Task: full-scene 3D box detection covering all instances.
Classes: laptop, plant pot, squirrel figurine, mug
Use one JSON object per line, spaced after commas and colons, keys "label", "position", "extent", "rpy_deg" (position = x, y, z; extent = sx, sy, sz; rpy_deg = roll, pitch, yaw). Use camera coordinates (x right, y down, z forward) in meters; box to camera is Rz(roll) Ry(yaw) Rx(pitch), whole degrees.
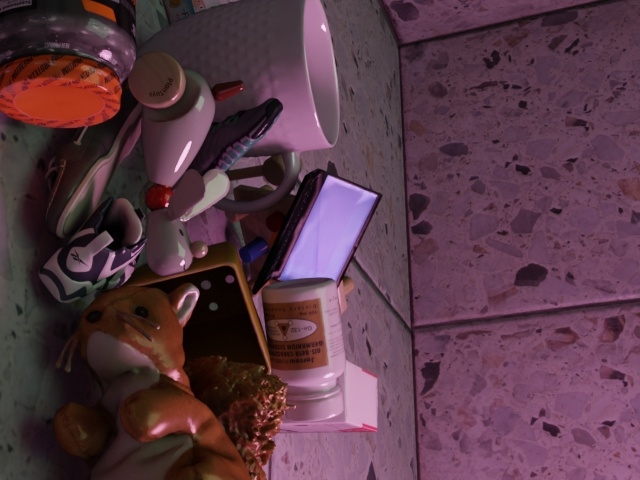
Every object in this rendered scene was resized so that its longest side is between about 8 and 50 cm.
{"label": "laptop", "position": [0.000, 0.000, 1.692], "extent": [0.264, 0.136, 0.234], "rpy_deg": [-50, 165, -81]}
{"label": "plant pot", "position": [-0.203, 0.113, 1.544], "extent": [0.187, 0.212, 0.212], "rpy_deg": [-85, 160, -67]}
{"label": "squirrel figurine", "position": [-0.219, 0.257, 1.335], "extent": [0.397, 0.281, 0.371], "rpy_deg": [25, 43, -58]}
{"label": "mug", "position": [-0.148, -0.234, 1.644], "extent": [0.276, 0.327, 0.374], "rpy_deg": [-30, 113, -77]}

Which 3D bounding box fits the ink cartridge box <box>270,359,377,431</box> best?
{"label": "ink cartridge box", "position": [-0.052, 0.305, 1.766], "extent": [0.207, 0.282, 0.117], "rpy_deg": [38, 49, -65]}

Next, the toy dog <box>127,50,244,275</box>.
{"label": "toy dog", "position": [-0.191, -0.126, 1.406], "extent": [0.220, 0.160, 0.334], "rpy_deg": [-80, 167, -69]}

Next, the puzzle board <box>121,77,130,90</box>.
{"label": "puzzle board", "position": [-0.341, -0.237, 1.582], "extent": [0.128, 0.011, 0.096], "rpy_deg": [-76, 151, -50]}

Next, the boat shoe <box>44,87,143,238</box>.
{"label": "boat shoe", "position": [-0.356, -0.126, 1.385], "extent": [0.335, 0.095, 0.112], "rpy_deg": [-71, -177, -49]}

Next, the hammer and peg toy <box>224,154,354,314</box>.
{"label": "hammer and peg toy", "position": [-0.076, -0.032, 1.883], "extent": [0.127, 0.265, 0.362], "rpy_deg": [-35, 125, -39]}

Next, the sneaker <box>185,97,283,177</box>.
{"label": "sneaker", "position": [-0.160, -0.174, 1.502], "extent": [0.098, 0.223, 0.083], "rpy_deg": [47, 30, -5]}

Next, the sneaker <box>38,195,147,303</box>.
{"label": "sneaker", "position": [-0.293, -0.002, 1.345], "extent": [0.094, 0.153, 0.235], "rpy_deg": [54, 20, 5]}

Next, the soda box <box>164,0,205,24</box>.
{"label": "soda box", "position": [-0.258, -0.423, 1.844], "extent": [0.058, 0.062, 0.183], "rpy_deg": [-51, 130, -67]}

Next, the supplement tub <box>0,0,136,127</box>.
{"label": "supplement tub", "position": [-0.357, -0.340, 1.261], "extent": [0.207, 0.207, 0.338], "rpy_deg": [34, 50, -66]}

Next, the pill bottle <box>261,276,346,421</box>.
{"label": "pill bottle", "position": [-0.024, 0.185, 1.577], "extent": [0.131, 0.131, 0.230], "rpy_deg": [-22, 105, -72]}
